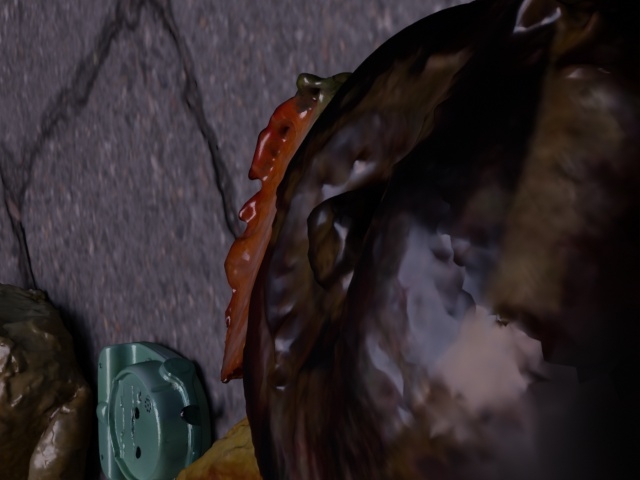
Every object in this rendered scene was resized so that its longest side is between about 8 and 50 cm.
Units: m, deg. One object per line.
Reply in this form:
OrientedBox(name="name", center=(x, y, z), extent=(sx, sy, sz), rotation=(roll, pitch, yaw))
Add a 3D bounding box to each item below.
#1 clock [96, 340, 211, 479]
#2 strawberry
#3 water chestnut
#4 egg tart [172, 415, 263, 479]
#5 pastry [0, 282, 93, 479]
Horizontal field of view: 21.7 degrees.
OrientedBox(name="clock", center=(-0.111, 0.126, 1.150), extent=(0.135, 0.041, 0.101), rotation=(9, 101, 58))
OrientedBox(name="strawberry", center=(0.000, 0.000, 0.890), extent=(0.146, 0.082, 0.187), rotation=(-115, 48, -71))
OrientedBox(name="water chestnut", center=(0.118, 0.042, 0.605), extent=(0.300, 0.300, 0.300), rotation=(10, 102, 58))
OrientedBox(name="egg tart", center=(0.020, 0.234, 0.872), extent=(0.319, 0.128, 0.319), rotation=(4, 95, 56))
OrientedBox(name="pastry", center=(-0.261, 0.129, 1.341), extent=(0.229, 0.100, 0.218), rotation=(62, 141, 32))
